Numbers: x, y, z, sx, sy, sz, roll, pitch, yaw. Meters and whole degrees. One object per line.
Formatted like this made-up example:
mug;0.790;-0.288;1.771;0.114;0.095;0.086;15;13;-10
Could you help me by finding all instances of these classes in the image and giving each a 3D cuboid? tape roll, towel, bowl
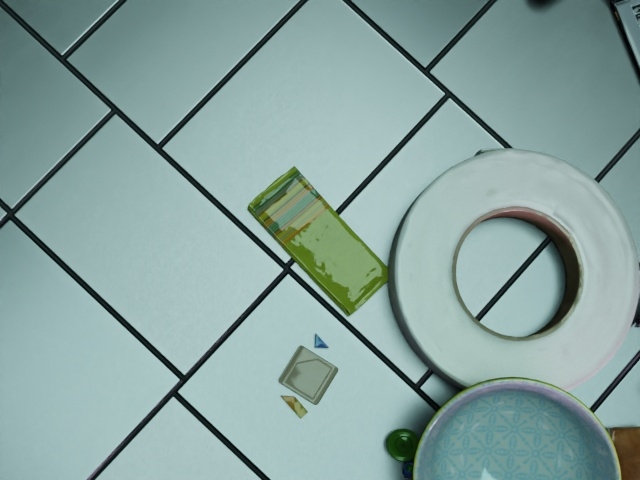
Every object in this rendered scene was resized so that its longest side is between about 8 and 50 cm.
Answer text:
tape roll;0.298;0.052;1.703;0.392;0.072;0.392;1;81;-5
towel;0.000;0.000;1.719;0.102;0.021;0.237;-43;87;-8
bowl;0.280;0.331;1.605;0.289;0.156;0.290;0;93;6

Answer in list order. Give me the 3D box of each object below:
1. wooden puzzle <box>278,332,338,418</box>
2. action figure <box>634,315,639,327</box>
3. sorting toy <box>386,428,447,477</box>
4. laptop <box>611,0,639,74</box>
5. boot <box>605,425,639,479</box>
wooden puzzle;-0.019;0.208;1.691;0.078;0.014;0.116;39;81;-2
action figure;0.600;0.202;1.667;0.141;0.164;0.276;-38;76;-28
sorting toy;0.144;0.334;1.674;0.102;0.042;0.061;30;65;13
laptop;0.683;-0.417;1.723;0.382;0.236;0.408;-19;83;-6
boot;0.394;0.424;1.651;0.264;0.096;0.280;-10;76;7
